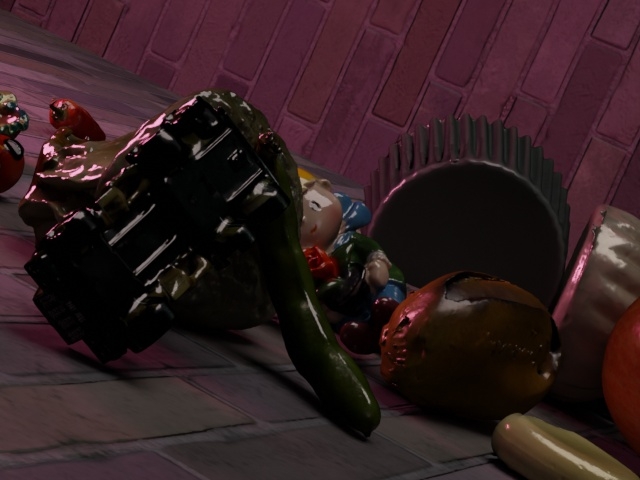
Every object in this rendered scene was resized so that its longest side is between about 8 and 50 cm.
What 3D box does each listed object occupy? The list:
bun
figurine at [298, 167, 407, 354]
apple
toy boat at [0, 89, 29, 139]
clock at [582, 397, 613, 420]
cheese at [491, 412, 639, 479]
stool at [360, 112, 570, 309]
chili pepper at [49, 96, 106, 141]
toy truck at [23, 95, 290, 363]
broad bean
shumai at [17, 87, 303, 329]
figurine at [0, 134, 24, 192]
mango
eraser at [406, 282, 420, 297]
[{"bbox_3d":[0.377,0.098,2.182,0.175,0.263,0.263,24,7,5],"label":"bun"},{"bbox_3d":[-0.011,0.010,1.858,0.234,0.127,0.185,50,15,-20],"label":"figurine"},{"bbox_3d":[0.452,0.158,2.013,0.264,0.264,0.264,24,7,-3],"label":"apple"},{"bbox_3d":[-0.422,-0.152,2.046,0.108,0.099,0.293,25,0,4],"label":"toy boat"},{"bbox_3d":[0.444,0.219,2.363,0.280,0.055,0.280,25,7,-3],"label":"clock"},{"bbox_3d":[0.285,0.245,1.649,0.255,0.050,0.127,31,8,32],"label":"cheese"},{"bbox_3d":[0.187,-0.007,2.282,0.297,0.297,0.330,25,11,1],"label":"stool"},{"bbox_3d":[-0.365,-0.174,2.578,0.059,0.050,0.191,24,-6,22],"label":"chili pepper"},{"bbox_3d":[-0.147,-0.005,1.451,0.127,0.127,0.257,53,41,-11],"label":"toy truck"},{"bbox_3d":[-0.017,0.045,1.587,0.049,0.292,0.144,-17,-6,-14],"label":"broad bean"},{"bbox_3d":[-0.149,-0.034,1.707,0.222,0.225,0.260,5,-27,48],"label":"shumai"},{"bbox_3d":[-0.354,-0.081,1.830,0.068,0.075,0.140,25,-4,14],"label":"figurine"},{"bbox_3d":[0.153,0.116,1.799,0.248,0.151,0.156,1,64,-55],"label":"mango"},{"bbox_3d":[0.072,0.078,2.046,0.227,0.081,0.174,25,4,14],"label":"eraser"}]
